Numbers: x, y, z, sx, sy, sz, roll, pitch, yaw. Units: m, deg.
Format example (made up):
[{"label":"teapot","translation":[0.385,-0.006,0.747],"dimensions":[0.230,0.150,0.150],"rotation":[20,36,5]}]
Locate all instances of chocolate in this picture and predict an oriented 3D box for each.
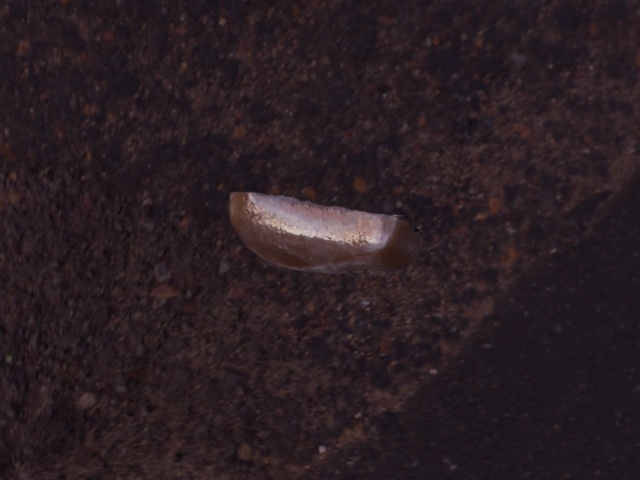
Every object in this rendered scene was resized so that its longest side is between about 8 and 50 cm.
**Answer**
[{"label":"chocolate","translation":[0.001,0.001,1.181],"dimensions":[0.262,0.161,0.083],"rotation":[9,82,25]}]
